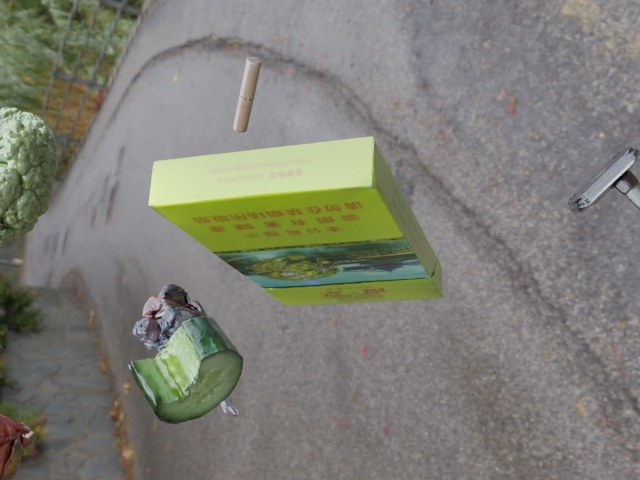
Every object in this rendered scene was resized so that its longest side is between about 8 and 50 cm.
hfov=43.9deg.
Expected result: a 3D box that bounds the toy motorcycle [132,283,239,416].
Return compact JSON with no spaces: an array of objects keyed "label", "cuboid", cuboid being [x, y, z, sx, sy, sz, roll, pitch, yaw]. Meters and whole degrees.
[{"label":"toy motorcycle","cuboid":[-0.319,0.273,1.905,0.134,0.207,0.401,-46,67,29]}]

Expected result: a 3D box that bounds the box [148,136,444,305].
[{"label":"box","cuboid":[0.000,0.000,0.754,0.335,0.187,0.047,47,-139,-65]}]

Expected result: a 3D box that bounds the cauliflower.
[{"label":"cauliflower","cuboid":[-0.652,-0.132,1.561,0.275,0.250,0.272,-144,68,-77]}]

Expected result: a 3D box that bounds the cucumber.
[{"label":"cucumber","cuboid":[-0.238,0.239,1.480,0.130,0.191,0.191,51,137,21]}]

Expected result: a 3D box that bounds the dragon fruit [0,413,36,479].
[{"label":"dragon fruit","cuboid":[-0.472,0.263,1.018,0.282,0.211,0.147,-16,38,47]}]

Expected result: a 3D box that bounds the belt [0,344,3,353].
[{"label":"belt","cuboid":[-0.667,0.193,1.396,0.140,0.126,0.230,-43,-1,2]}]

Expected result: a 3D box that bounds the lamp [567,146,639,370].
[{"label":"lamp","cuboid":[0.433,0.028,1.066,0.203,0.124,0.283,-43,68,10]}]

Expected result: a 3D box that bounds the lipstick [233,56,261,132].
[{"label":"lipstick","cuboid":[-0.087,-0.172,0.940,0.019,0.019,0.094,-103,24,-50]}]
